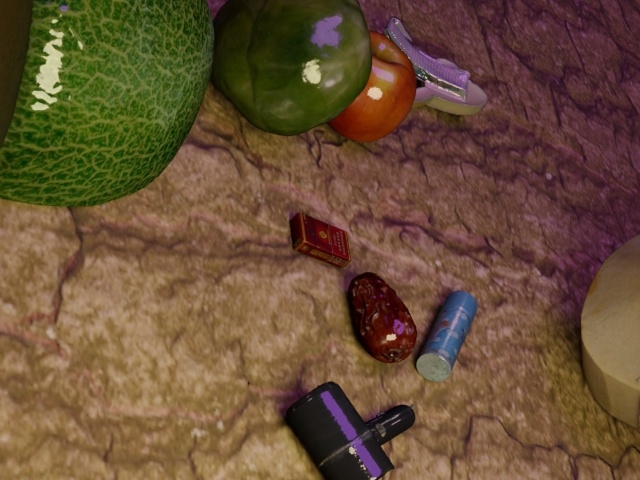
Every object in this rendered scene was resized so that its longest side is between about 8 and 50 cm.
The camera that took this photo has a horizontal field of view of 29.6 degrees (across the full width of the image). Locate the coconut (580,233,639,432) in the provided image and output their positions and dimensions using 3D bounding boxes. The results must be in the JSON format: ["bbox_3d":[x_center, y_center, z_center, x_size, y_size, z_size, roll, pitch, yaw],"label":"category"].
[{"bbox_3d":[0.527,0.134,1.751,0.323,0.323,0.323,28,39,-26],"label":"coconut"}]

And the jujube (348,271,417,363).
[{"bbox_3d":[0.075,0.097,1.537,0.077,0.077,0.129,14,36,-39],"label":"jujube"}]

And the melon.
[{"bbox_3d":[-0.242,-0.205,1.383,0.343,0.226,0.331,-1,97,-47],"label":"melon"}]

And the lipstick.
[{"bbox_3d":[0.171,0.127,1.627,0.048,0.048,0.158,43,35,-6],"label":"lipstick"}]

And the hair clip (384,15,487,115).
[{"bbox_3d":[0.180,-0.271,2.004,0.218,0.071,0.159,31,44,-13],"label":"hair clip"}]

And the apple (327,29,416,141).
[{"bbox_3d":[0.063,-0.225,1.781,0.163,0.139,0.163,19,40,-16],"label":"apple"}]

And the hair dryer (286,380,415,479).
[{"bbox_3d":[0.057,0.214,1.413,0.124,0.071,0.219,57,29,13],"label":"hair dryer"}]

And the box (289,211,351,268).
[{"bbox_3d":[0.000,0.000,1.588,0.082,0.023,0.051,23,41,-32],"label":"box"}]

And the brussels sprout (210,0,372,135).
[{"bbox_3d":[-0.037,-0.257,1.627,0.244,0.244,0.244,28,39,-26],"label":"brussels sprout"}]
